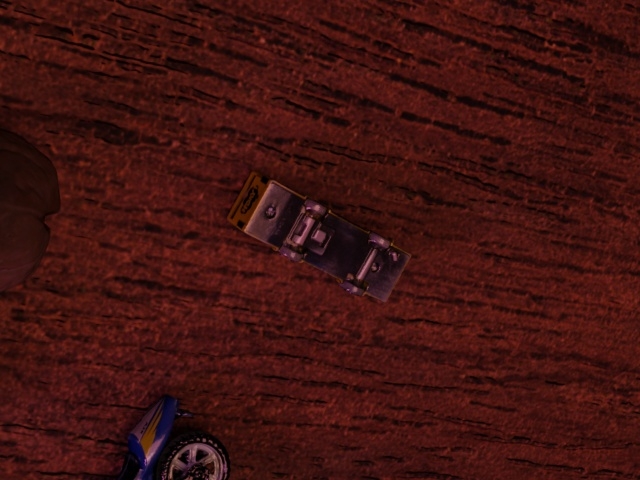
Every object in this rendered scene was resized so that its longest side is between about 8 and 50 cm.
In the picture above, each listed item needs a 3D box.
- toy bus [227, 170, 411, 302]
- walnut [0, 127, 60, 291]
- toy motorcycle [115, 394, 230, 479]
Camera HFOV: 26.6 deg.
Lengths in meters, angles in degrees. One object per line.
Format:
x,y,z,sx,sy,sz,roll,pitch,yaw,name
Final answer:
0.000,0.000,1.577,0.226,0.074,0.081,26,92,-35,toy bus
-0.365,-0.032,1.288,0.230,0.178,0.178,13,100,-23,walnut
-0.227,0.330,1.538,0.169,0.113,0.315,39,76,-26,toy motorcycle
